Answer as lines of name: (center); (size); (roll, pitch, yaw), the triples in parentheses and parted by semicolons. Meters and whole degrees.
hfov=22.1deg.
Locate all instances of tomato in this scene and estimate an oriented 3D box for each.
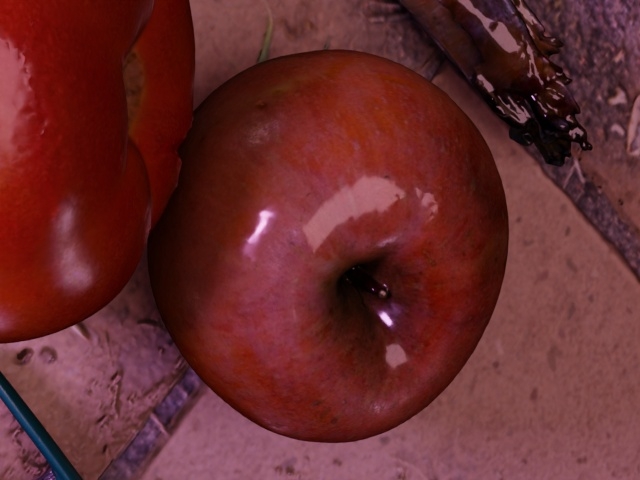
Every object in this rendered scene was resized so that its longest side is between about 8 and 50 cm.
tomato: (-0.201, -0.091, 0.914); (0.298, 0.226, 0.298); (8, 90, -79)

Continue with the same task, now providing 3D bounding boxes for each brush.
brush: (-0.183, 0.145, 1.071); (0.032, 0.043, 0.193); (-36, 114, -7)

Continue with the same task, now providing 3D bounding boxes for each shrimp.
shrimp: (0.137, -0.199, 1.232); (0.289, 0.075, 0.178); (48, 67, -14)

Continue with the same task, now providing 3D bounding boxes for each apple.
apple: (0.000, 0.000, 1.077); (0.254, 0.253, 0.253); (-5, 98, -33)
